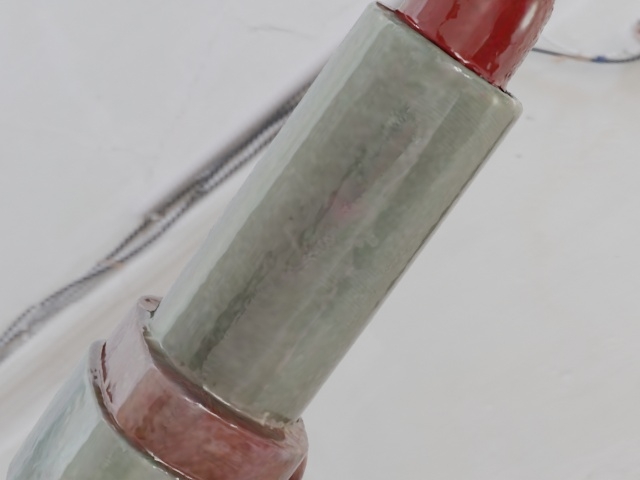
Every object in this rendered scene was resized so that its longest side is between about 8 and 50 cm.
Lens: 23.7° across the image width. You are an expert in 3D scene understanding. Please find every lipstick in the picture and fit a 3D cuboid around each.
[{"bbox_3d":[0.001,0.001,0.349,0.186,0.057,0.063,-54,-158,12],"label":"lipstick"}]
